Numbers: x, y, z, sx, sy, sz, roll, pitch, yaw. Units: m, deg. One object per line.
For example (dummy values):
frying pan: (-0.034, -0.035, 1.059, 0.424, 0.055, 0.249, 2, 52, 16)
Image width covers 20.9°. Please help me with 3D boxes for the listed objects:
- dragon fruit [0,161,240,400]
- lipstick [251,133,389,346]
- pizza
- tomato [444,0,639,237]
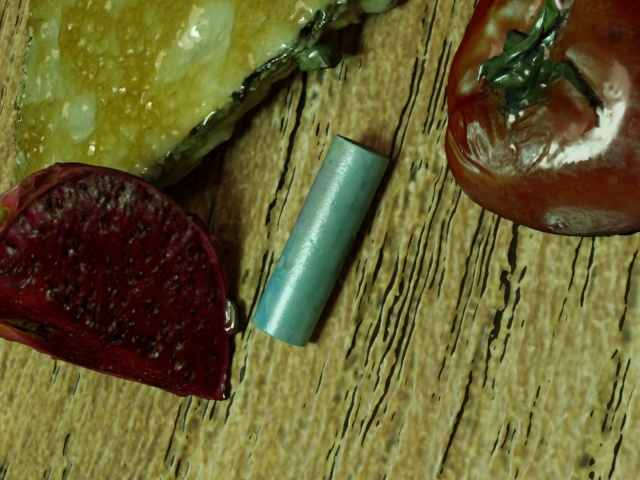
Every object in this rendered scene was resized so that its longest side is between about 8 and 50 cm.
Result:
dragon fruit: (-0.207, 0.019, 1.365, 0.211, 0.262, 0.134, -5, 62, 38)
lipstick: (0.000, 0.000, 1.312, 0.048, 0.048, 0.158, 30, 100, 40)
pizza: (-0.097, -0.215, 1.428, 0.392, 0.080, 0.435, -8, 76, 39)
tomato: (0.165, -0.108, 1.167, 0.228, 0.101, 0.228, -12, 72, 41)
